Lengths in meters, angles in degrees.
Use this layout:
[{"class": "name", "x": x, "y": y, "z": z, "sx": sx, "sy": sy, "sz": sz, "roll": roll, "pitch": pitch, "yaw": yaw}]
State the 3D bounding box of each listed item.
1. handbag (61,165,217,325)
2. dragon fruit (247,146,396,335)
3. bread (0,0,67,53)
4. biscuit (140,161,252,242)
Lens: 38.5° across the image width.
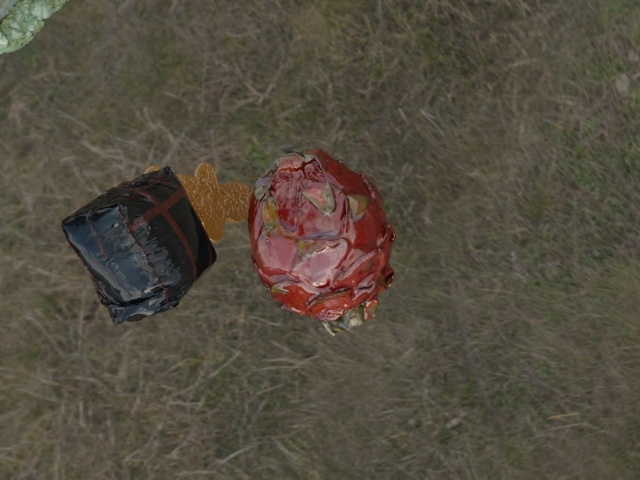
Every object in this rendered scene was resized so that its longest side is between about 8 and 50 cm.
[{"class": "handbag", "x": -0.240, "y": 0.001, "z": 1.240, "sx": 0.155, "sy": 0.215, "sz": 0.169, "roll": -18, "pitch": 102, "yaw": 15}, {"class": "dragon fruit", "x": 0.000, "y": 0.000, "z": 1.655, "sx": 0.277, "sy": 0.277, "sz": 0.343, "roll": -18, "pitch": 89, "yaw": 23}, {"class": "bread", "x": -0.412, "y": -0.342, "z": 1.260, "sx": 0.172, "sy": 0.064, "sz": 0.232, "roll": -23, "pitch": 49, "yaw": 4}, {"class": "biscuit", "x": -0.242, "y": -0.075, "z": 1.841, "sx": 0.036, "sy": 0.250, "sz": 0.165, "roll": -16, "pitch": 81, "yaw": 52}]
